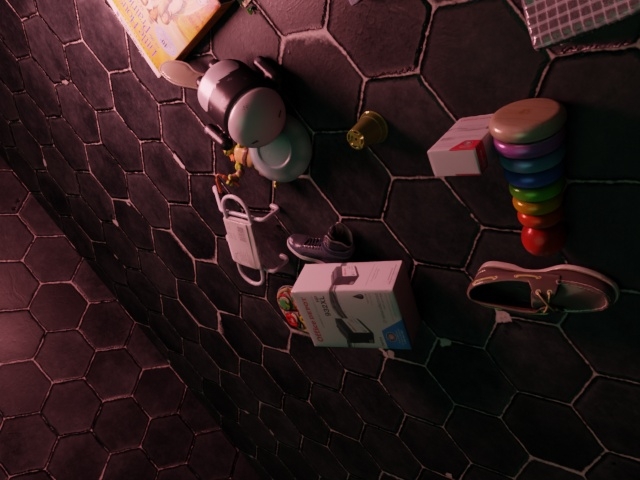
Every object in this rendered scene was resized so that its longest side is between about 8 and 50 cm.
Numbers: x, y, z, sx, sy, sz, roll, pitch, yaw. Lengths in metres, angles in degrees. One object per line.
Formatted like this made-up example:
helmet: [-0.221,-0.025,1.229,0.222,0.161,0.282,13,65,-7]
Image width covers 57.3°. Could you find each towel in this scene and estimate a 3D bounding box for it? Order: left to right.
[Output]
towel: [0.425,-0.443,0.898,0.283,0.121,0.235,-12,111,49]

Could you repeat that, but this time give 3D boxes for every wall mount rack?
wall mount rack: [-0.256,-0.033,1.926,0.304,0.130,0.350,16,131,31]

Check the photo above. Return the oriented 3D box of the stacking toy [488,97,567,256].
stacking toy: [0.429,-0.108,1.177,0.141,0.141,0.331,11,133,39]

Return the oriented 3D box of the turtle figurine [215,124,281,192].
turtle figurine: [-0.208,-0.234,1.730,0.217,0.087,0.270,24,121,15]

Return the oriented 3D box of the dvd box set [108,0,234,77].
dvd box set: [-0.432,-0.677,1.611,0.420,0.062,0.308,-20,105,51]

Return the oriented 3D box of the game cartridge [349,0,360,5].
game cartridge: [0.070,-0.640,1.147,0.196,0.060,0.294,-7,115,51]

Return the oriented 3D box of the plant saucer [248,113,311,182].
plant saucer: [-0.120,-0.252,1.609,0.194,0.037,0.195,7,110,21]

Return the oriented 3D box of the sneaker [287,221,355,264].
sneaker: [0.002,-0.001,1.706,0.226,0.086,0.164,24,145,19]

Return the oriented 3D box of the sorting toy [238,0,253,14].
sorting toy: [-0.187,-0.607,1.462,0.062,0.012,0.083,-24,102,51]

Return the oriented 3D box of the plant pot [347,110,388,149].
plant pot: [0.106,-0.256,1.406,0.083,0.079,0.083,26,137,27]

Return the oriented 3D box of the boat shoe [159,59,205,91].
boat shoe: [-0.367,-0.456,1.691,0.206,0.075,0.065,20,164,7]

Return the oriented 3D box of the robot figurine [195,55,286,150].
robot figurine: [-0.209,-0.362,1.539,0.278,0.173,0.209,46,141,30]

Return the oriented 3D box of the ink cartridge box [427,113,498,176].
ink cartridge box: [0.306,-0.195,1.199,0.109,0.150,0.063,3,127,44]

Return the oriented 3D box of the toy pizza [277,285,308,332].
toy pizza: [-0.080,0.246,2.047,0.201,0.032,0.201,26,137,28]

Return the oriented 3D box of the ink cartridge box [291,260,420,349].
ink cartridge box: [0.102,0.184,1.658,0.307,0.129,0.223,-3,125,27]

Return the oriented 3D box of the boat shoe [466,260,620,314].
boat shoe: [0.489,0.117,1.317,0.324,0.096,0.117,7,125,42]
